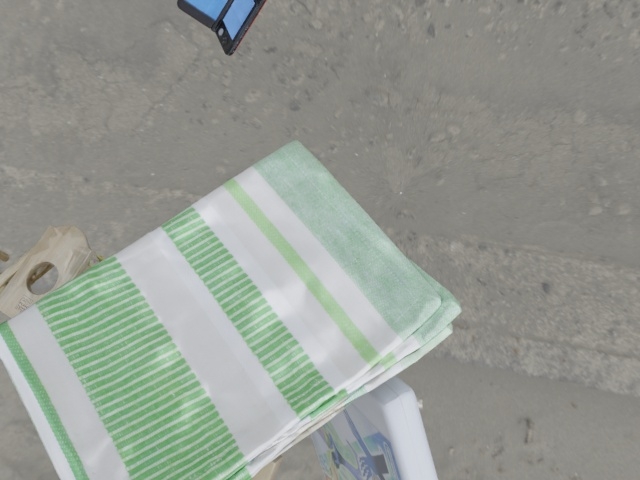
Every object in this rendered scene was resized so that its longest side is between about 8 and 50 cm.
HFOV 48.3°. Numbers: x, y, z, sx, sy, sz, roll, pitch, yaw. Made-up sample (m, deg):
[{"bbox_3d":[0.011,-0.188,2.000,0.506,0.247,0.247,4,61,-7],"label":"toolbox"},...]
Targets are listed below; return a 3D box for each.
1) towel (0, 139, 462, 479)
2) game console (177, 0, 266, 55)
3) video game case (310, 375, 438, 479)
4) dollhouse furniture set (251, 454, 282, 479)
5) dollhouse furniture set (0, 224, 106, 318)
[{"bbox_3d":[-0.083,0.070,0.590,0.325,0.038,0.248,-34,61,-14],"label":"towel"},{"bbox_3d":[-0.174,-0.424,1.260,0.144,0.085,0.124,-49,50,33],"label":"game console"},{"bbox_3d":[0.046,0.236,0.775,0.036,0.300,0.328,-24,113,-17],"label":"video game case"},{"bbox_3d":[-0.117,0.338,1.206,0.151,0.123,0.144,30,114,21],"label":"dollhouse furniture set"},{"bbox_3d":[-0.277,0.041,0.762,0.161,0.182,0.101,27,77,21],"label":"dollhouse furniture set"}]
